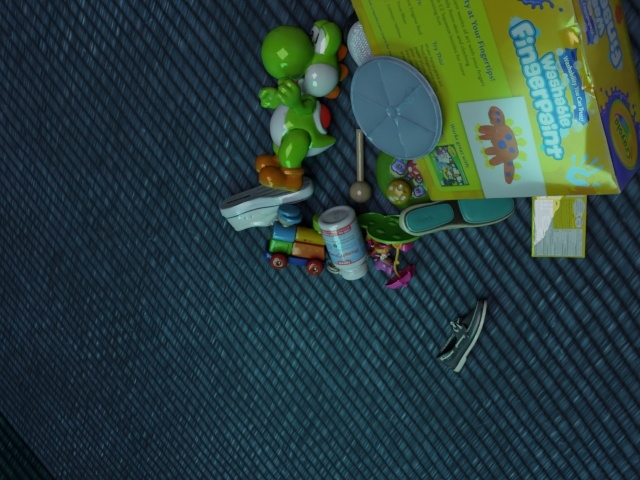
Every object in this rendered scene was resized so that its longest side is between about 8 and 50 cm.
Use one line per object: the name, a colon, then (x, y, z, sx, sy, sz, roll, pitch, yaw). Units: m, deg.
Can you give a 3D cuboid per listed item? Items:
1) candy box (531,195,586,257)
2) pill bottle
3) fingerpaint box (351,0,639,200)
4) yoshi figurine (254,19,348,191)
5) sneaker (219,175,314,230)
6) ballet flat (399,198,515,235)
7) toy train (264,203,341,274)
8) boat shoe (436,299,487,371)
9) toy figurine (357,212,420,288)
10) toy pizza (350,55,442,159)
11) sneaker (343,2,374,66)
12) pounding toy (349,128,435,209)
candy box: (0.493, -0.064, 1.169, 0.105, 0.027, 0.206, 2, 110, 24)
pill bottle: (0.057, 0.008, 1.280, 0.087, 0.087, 0.160, -6, 123, 24)
fingerpaint box: (0.297, -0.299, 0.951, 0.371, 0.163, 0.445, 1, 126, 50)
yoshi figurine: (-0.076, -0.303, 1.220, 0.203, 0.203, 0.362, 27, 111, 22)
sneaker: (-0.121, -0.089, 1.388, 0.258, 0.094, 0.091, -12, 128, 26)
ballet flat: (0.288, -0.060, 1.216, 0.248, 0.086, 0.086, -8, 108, -3)
toy train: (0.000, 0.000, 1.344, 0.247, 0.105, 0.144, 10, 123, -9)
boat shoe: (0.329, 0.218, 1.317, 0.064, 0.075, 0.206, 22, 121, 10)
toy figurine: (0.157, 0.034, 1.308, 0.173, 0.130, 0.159, 21, 128, 38)
toy pizza: (0.138, -0.240, 1.024, 0.201, 0.032, 0.201, 32, 145, 27)
sneaker: (0.121, -0.365, 1.169, 0.101, 0.153, 0.269, -19, 137, 11)
pounding toy: (0.170, -0.142, 1.224, 0.236, 0.110, 0.183, 9, 112, 19)
